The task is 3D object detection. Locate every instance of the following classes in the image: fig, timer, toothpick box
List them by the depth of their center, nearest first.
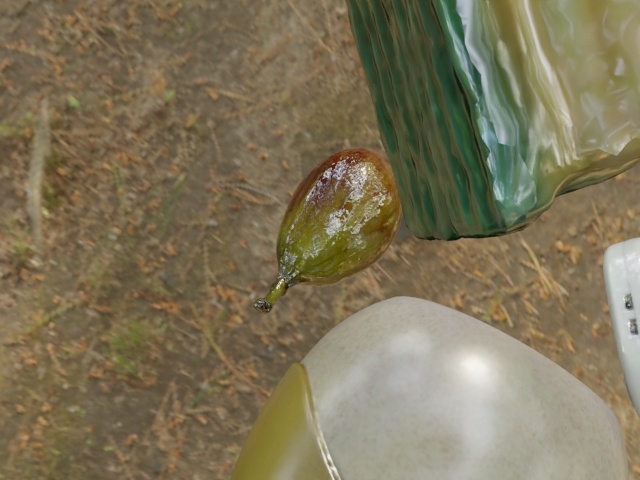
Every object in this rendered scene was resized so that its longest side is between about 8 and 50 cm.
[{"bbox_3d":[0.096,0.310,1.258,0.408,0.409,0.425,26,77,26],"label":"toothpick box"},{"bbox_3d":[0.410,0.132,1.401,0.087,0.262,0.237,-15,53,22],"label":"timer"},{"bbox_3d":[0.002,0.001,1.563,0.145,0.170,0.274,46,61,-12],"label":"fig"}]

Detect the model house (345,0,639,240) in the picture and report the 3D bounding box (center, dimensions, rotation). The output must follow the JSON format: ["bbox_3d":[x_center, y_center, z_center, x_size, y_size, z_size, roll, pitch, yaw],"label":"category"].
[{"bbox_3d":[0.097,-0.214,0.437,0.342,0.334,0.382,-17,91,27],"label":"model house"}]
